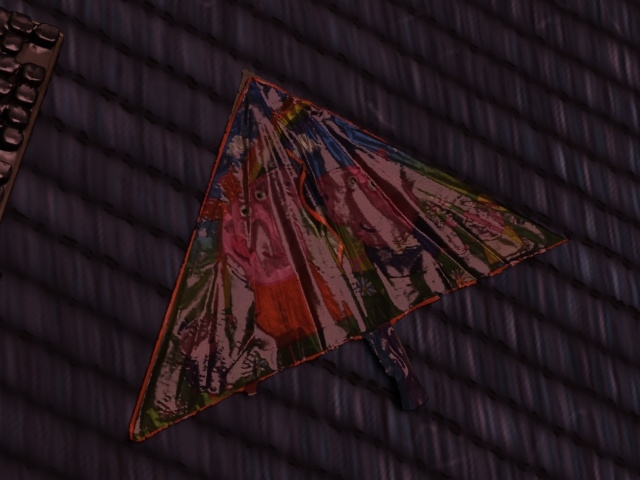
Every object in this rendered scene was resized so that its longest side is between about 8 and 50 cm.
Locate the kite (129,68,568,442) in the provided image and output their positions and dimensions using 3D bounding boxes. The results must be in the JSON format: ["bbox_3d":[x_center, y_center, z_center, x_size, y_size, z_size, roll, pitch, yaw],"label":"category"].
[{"bbox_3d":[0.000,0.000,0.921,0.321,0.016,0.234,-23,85,-27],"label":"kite"}]

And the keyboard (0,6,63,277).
[{"bbox_3d":[-0.222,0.005,0.819,0.106,0.027,0.317,20,68,-16],"label":"keyboard"}]
